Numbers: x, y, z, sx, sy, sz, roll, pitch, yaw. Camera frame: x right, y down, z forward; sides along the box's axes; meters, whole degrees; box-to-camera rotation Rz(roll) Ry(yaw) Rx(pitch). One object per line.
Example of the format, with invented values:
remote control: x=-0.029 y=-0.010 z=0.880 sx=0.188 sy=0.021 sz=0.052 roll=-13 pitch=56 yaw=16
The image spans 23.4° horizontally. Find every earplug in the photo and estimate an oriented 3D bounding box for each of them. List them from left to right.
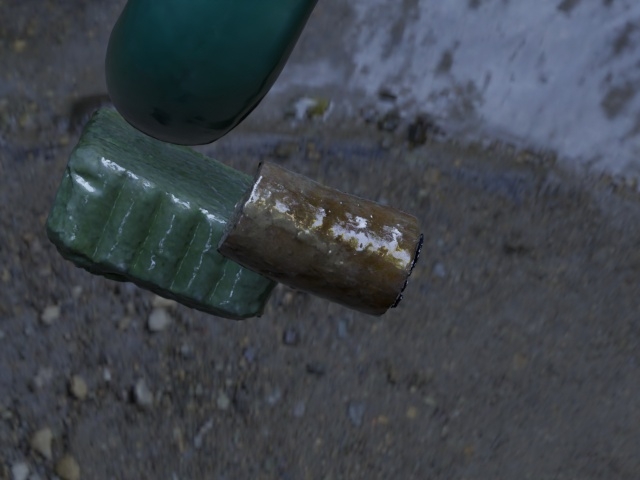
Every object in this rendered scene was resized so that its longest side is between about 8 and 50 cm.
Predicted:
earplug: x=0.029 y=-0.159 z=0.586 sx=0.280 sy=0.257 sz=0.164 roll=-26 pitch=49 yaw=-9

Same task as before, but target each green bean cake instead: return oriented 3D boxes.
green bean cake: x=-0.114 y=-0.019 z=1.216 sx=0.185 sy=0.183 sz=0.094 roll=21 pitch=104 yaw=-8

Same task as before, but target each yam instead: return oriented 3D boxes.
yam: x=0.000 y=-0.002 z=1.051 sx=0.127 sy=0.084 sz=0.084 roll=23 pitch=65 yaw=-11
